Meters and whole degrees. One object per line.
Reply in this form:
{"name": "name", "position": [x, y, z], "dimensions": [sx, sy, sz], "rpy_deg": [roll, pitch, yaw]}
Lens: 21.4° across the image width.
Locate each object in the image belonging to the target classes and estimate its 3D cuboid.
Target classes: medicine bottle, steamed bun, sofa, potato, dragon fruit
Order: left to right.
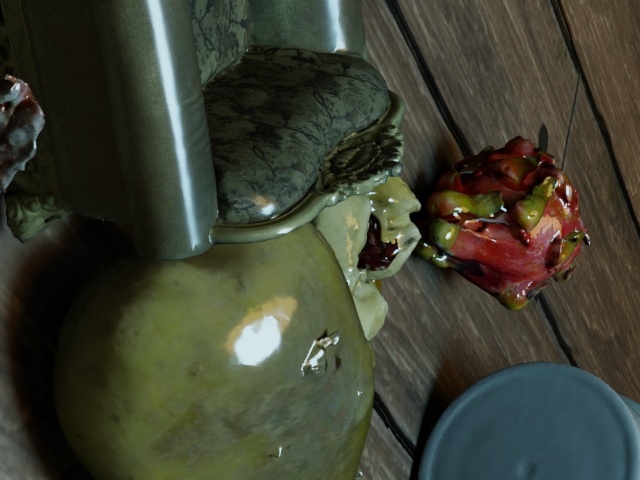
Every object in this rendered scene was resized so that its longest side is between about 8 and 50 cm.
{"name": "sofa", "position": [-0.055, -0.127, 0.893], "dimensions": [0.258, 0.182, 0.200], "rpy_deg": [-47, 133, -56]}
{"name": "potato", "position": [-0.046, 0.099, 0.981], "dimensions": [0.191, 0.141, 0.296], "rpy_deg": [-52, 151, -25]}
{"name": "steamed bun", "position": [0.000, 0.000, 1.126], "dimensions": [0.177, 0.106, 0.192], "rpy_deg": [50, 49, -55]}
{"name": "dragon fruit", "position": [0.150, -0.016, 1.455], "dimensions": [0.208, 0.133, 0.150], "rpy_deg": [-5, 101, -55]}
{"name": "medicine bottle", "position": [0.237, 0.256, 1.522], "dimensions": [0.306, 0.245, 0.245], "rpy_deg": [43, 53, -51]}

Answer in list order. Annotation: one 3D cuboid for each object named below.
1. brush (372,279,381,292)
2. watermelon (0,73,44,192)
{"name": "brush", "position": [0.046, -0.009, 1.346], "dimensions": [0.043, 0.014, 0.170], "rpy_deg": [2, 91, -65]}
{"name": "watermelon", "position": [-0.184, -0.031, 0.685], "dimensions": [0.121, 0.158, 0.098], "rpy_deg": [-106, -168, -76]}
